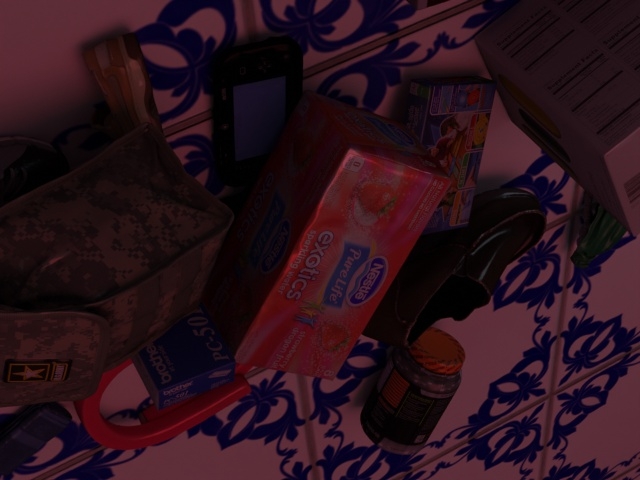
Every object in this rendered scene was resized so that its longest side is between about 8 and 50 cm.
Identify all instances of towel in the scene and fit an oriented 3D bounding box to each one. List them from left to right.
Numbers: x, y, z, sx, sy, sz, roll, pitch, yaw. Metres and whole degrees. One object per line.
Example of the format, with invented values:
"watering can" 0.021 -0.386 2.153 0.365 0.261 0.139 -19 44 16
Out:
"towel" -0.383 0.252 1.550 0.119 0.029 0.067 -40 142 2

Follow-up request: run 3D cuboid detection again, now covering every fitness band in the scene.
"fitness band" -0.190 0.167 1.604 0.291 0.054 0.209 -30 139 -12

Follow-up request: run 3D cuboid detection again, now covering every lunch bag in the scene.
"lunch bag" -0.252 0.051 1.222 0.287 0.169 0.235 -35 166 -30

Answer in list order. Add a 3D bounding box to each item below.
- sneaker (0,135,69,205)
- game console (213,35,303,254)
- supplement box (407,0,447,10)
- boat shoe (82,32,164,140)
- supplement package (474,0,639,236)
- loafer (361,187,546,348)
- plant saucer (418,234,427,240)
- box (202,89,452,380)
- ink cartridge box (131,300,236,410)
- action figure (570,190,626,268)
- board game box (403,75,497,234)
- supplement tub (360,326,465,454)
"sneaker" -0.344 -0.036 1.200 0.229 0.132 0.086 -5 131 -35
"game console" -0.087 -0.083 1.433 0.213 0.044 0.361 -21 139 -22
"supplement box" 0.194 -0.360 1.350 0.240 0.073 0.130 -21 139 -20
"boat shoe" -0.209 -0.132 1.277 0.072 0.068 0.190 -17 129 -8
"supplement package" 0.368 -0.189 1.508 0.198 0.262 0.199 -38 143 0
"loafer" 0.191 0.052 1.649 0.366 0.130 0.133 -30 144 -29
"plant saucer" 0.067 0.011 1.614 0.278 0.041 0.277 -31 144 -26
"box" 0.000 0.000 1.404 0.154 0.142 0.300 15 116 -33
"ink cartridge box" -0.186 0.090 1.392 0.097 0.207 0.046 -20 147 -23
"action figure" 0.455 -0.052 1.883 0.137 0.063 0.232 0 125 -41
"board game box" 0.154 -0.108 1.542 0.136 0.035 0.201 -9 117 -44
"supplement tub" 0.147 0.234 1.886 0.117 0.117 0.190 -2 130 -38
